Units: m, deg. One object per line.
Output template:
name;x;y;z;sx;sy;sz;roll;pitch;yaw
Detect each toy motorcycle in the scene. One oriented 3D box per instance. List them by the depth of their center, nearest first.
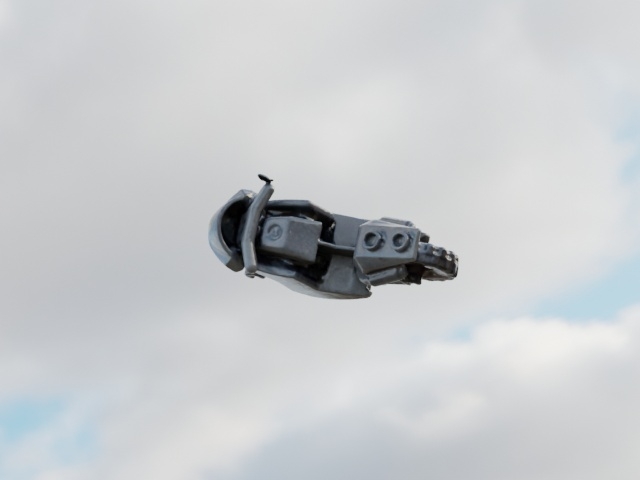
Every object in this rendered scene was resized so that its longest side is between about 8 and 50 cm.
toy motorcycle;0.000;0.000;1.550;0.215;0.080;0.122;3;-15;34
